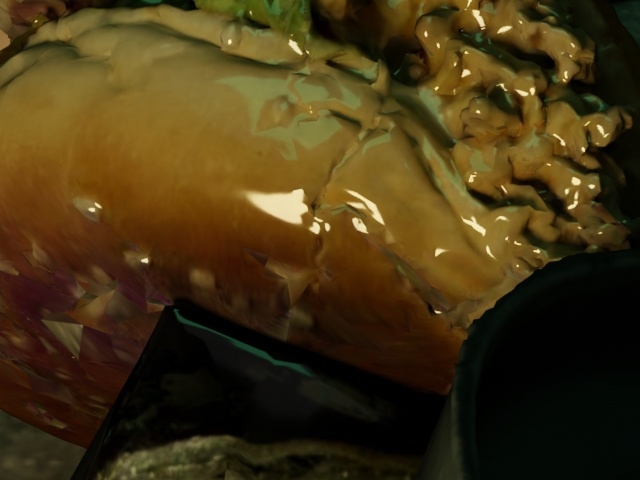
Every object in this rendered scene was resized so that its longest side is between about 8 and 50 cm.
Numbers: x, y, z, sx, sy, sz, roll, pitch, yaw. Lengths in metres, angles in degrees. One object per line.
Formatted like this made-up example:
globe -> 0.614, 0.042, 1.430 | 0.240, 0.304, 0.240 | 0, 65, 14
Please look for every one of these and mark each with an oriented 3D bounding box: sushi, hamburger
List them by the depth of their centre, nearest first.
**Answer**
sushi -> 0.045, 0.137, 0.491 | 0.272, 0.134, 0.109 | 22, 50, 1
hamburger -> 0.000, 0.000, 0.570 | 0.286, 0.243, 0.146 | -13, 47, 43

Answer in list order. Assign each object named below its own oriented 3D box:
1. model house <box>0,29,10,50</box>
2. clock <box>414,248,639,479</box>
model house -> -0.294, -0.087, 0.749 | 0.326, 0.244, 0.169 | 26, 25, -25
clock -> 0.157, 0.112, 0.350 | 0.318, 0.066, 0.319 | 21, 23, -10
